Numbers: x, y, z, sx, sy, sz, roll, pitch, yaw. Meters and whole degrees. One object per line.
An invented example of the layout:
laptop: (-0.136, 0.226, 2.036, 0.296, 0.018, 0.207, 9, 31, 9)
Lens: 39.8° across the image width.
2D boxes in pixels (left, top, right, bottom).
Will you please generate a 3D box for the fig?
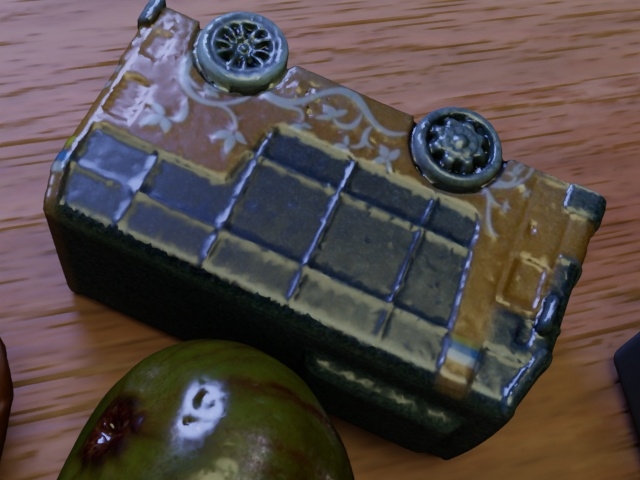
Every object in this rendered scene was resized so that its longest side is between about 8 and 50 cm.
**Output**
fig: (-0.018, 0.170, 0.449, 0.259, 0.151, 0.151, 47, 61, -23)

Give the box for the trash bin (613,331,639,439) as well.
trash bin: (0.262, 0.137, 0.469, 0.101, 0.176, 0.236, -6, 64, -14)

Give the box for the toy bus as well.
toy bus: (0.000, 0.000, 0.500, 0.275, 0.138, 0.167, 24, 64, 2)

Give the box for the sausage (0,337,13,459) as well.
sausage: (-0.229, 0.134, 0.398, 0.133, 0.133, 0.258, 20, 62, -2)
